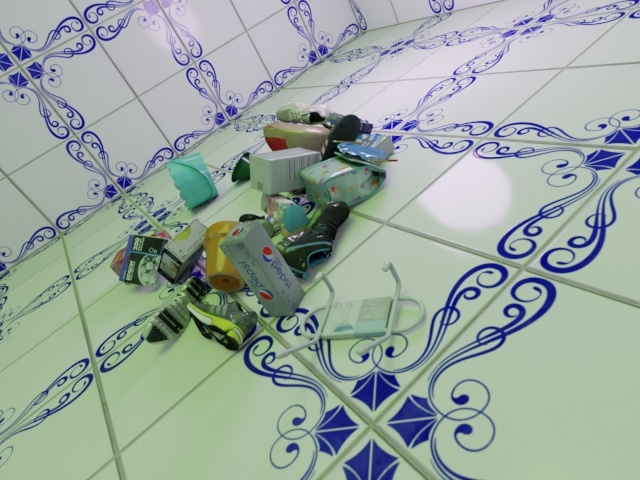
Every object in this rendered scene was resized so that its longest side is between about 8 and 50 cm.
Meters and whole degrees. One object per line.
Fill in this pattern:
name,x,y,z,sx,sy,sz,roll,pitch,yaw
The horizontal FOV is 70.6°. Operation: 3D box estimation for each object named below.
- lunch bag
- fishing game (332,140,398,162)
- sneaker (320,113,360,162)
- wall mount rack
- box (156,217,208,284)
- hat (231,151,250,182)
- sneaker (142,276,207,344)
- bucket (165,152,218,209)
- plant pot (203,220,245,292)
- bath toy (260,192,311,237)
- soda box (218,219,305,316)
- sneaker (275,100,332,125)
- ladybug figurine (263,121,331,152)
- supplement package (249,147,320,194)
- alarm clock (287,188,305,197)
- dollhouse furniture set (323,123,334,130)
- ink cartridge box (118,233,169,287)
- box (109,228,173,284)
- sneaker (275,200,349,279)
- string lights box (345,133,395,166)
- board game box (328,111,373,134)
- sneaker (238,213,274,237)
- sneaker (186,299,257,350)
lunch bag,0.088,-0.232,1.679,0.263,0.160,0.223,-26,28,-14
fishing game,0.153,-0.326,1.691,0.189,0.041,0.264,-7,29,-32
sneaker,0.051,-0.378,1.867,0.318,0.112,0.131,-59,20,10
wall mount rack,0.059,0.190,1.087,0.350,0.130,0.304,-12,34,30
box,-0.516,0.045,1.711,0.169,0.087,0.290,-51,5,-31
hat,-0.338,-0.349,2.351,0.208,0.184,0.173,-63,-5,36
sneaker,-0.503,0.244,1.530,0.118,0.110,0.292,-20,22,32
bucket,-0.657,-0.309,2.329,0.183,0.281,0.281,-26,29,-10
plant pot,-0.310,0.067,1.547,0.205,0.205,0.187,-15,48,24
bath toy,-0.128,-0.101,1.699,0.129,0.151,0.348,1,18,-22
soda box,-0.158,0.084,1.276,0.091,0.286,0.098,-10,35,33
sneaker,-0.083,-0.577,2.079,0.263,0.099,0.121,0,32,8
ladybug figurine,-0.111,-0.468,2.143,0.306,0.161,0.449,-1,17,-27
supplement package,-0.134,-0.273,1.753,0.244,0.133,0.139,-17,28,-37
alarm clock,-0.098,-0.243,1.943,0.130,0.064,0.192,-11,37,36
dollhouse furniture set,0.075,-0.535,2.150,0.076,0.152,0.058,34,96,33
ink cartridge box,-0.740,0.080,1.863,0.209,0.045,0.206,6,81,19
box,-0.769,0.072,1.986,0.257,0.122,0.128,-24,30,10
sneaker,0.000,0.000,1.475,0.140,0.125,0.341,31,59,26
string lights box,0.174,-0.381,1.906,0.133,0.076,0.260,-43,32,-19
board game box,0.114,-0.525,2.027,0.194,0.060,0.194,23,20,20
sneaker,-0.317,-0.017,1.762,0.269,0.101,0.153,-27,29,-6
sneaker,-0.299,0.237,1.372,0.300,0.111,0.121,15,42,44
